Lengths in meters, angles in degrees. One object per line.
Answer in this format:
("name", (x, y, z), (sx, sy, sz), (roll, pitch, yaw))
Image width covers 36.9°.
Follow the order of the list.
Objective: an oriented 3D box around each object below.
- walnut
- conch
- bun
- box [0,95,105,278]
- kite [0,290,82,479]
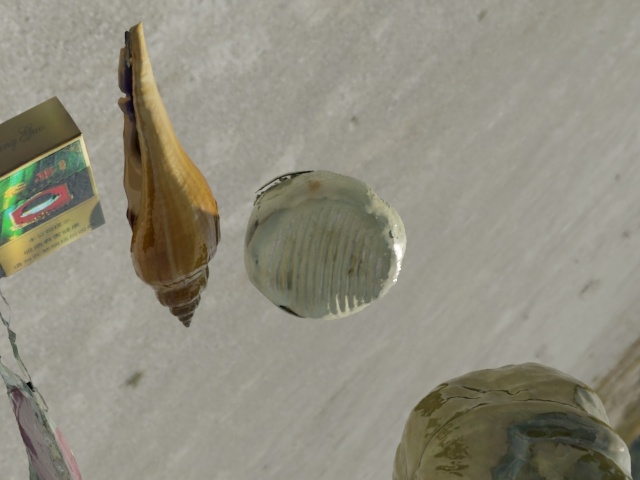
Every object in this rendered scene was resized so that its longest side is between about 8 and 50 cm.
("walnut", (0.228, 0.288, 1.123), (0.276, 0.282, 0.253), (-5, 104, -3))
("conch", (-0.150, -0.057, 0.967), (0.093, 0.109, 0.331), (-6, 114, -15))
("bun", (0.000, 0.000, 1.396), (0.239, 0.239, 0.141), (-55, -167, 23))
("box", (-0.358, -0.057, 1.172), (0.159, 0.071, 0.240), (-29, 161, -17))
("kite", (-0.179, 0.108, 0.607), (0.022, 0.360, 0.204), (-25, 156, -8))
